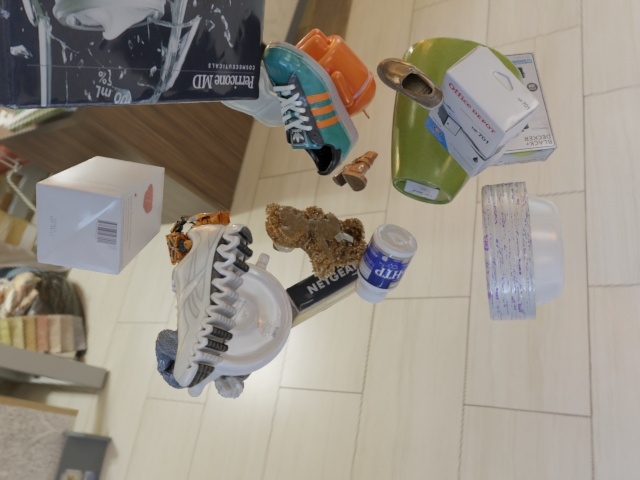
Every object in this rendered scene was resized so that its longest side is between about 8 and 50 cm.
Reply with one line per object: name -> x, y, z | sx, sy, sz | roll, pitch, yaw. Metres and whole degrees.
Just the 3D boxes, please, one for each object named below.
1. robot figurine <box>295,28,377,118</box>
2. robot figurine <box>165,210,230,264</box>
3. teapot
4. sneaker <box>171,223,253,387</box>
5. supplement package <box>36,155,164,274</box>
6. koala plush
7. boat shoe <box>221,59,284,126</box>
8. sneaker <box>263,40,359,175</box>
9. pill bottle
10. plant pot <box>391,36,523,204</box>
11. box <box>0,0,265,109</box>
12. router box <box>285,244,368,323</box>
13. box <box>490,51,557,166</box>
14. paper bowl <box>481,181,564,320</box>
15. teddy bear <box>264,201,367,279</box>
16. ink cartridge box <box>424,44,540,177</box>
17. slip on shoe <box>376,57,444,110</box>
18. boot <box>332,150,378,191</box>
robot figurine -> 0.039, -0.364, 1.246 | 0.128, 0.219, 0.158 | -56, 29, -10
robot figurine -> -0.409, 0.004, 1.862 | 0.291, 0.085, 0.210 | -16, 86, 33
teapot -> -0.188, 0.170, 1.199 | 0.256, 0.187, 0.252 | -16, 77, -22
sneaker -> -0.205, 0.105, 0.964 | 0.119, 0.110, 0.291 | 8, 69, 12
supplement package -> -0.482, -0.068, 1.259 | 0.176, 0.293, 0.177 | 9, 110, -1
koala plush -> -0.257, 0.284, 1.349 | 0.222, 0.203, 0.196 | 13, 30, 9
boat shoe -> -0.159, -0.353, 1.235 | 0.116, 0.319, 0.099 | -29, 70, 17
sneaker -> -0.027, -0.250, 1.110 | 0.108, 0.302, 0.121 | 10, 63, 41
pill bottle -> 0.154, 0.062, 1.372 | 0.112, 0.112, 0.186 | 60, 142, 39
plant pot -> 0.269, -0.238, 1.229 | 0.275, 0.275, 0.293 | 11, 76, 37
box -> -0.313, -0.444, 0.767 | 0.298, 0.480, 0.471 | 18, 112, 25
router box -> 0.026, 0.145, 1.714 | 0.309, 0.243, 0.081 | -28, 76, -19
box -> 0.512, -0.352, 1.500 | 0.169, 0.087, 0.289 | -5, 75, -1
paper bowl -> 0.411, 0.021, 1.141 | 0.148, 0.284, 0.284 | -3, 63, 19
teddy bear -> 0.000, 0.000, 1.477 | 0.113, 0.338, 0.245 | -45, 61, 40
ink cartridge box -> 0.264, -0.211, 0.943 | 0.082, 0.190, 0.139 | -37, 78, -8
slip on shoe -> 0.140, -0.257, 0.897 | 0.051, 0.041, 0.135 | -48, 63, 11
boot -> 0.135, -0.235, 1.820 | 0.152, 0.072, 0.197 | -39, 25, -14
